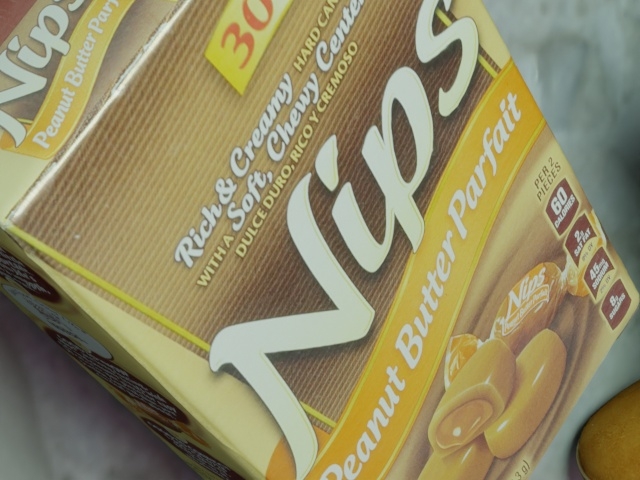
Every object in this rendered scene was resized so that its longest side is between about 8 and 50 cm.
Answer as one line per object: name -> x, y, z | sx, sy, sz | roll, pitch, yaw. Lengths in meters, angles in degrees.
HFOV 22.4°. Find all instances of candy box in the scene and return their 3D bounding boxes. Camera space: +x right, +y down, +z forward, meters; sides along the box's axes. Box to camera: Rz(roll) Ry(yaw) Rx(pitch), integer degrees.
candy box -> 0.000, 0.000, 0.607 | 0.183, 0.087, 0.316 | -55, 139, -16

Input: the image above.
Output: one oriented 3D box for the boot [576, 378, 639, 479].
boot -> 0.210, 0.000, 0.703 | 0.211, 0.295, 0.104 | 53, 30, -30
